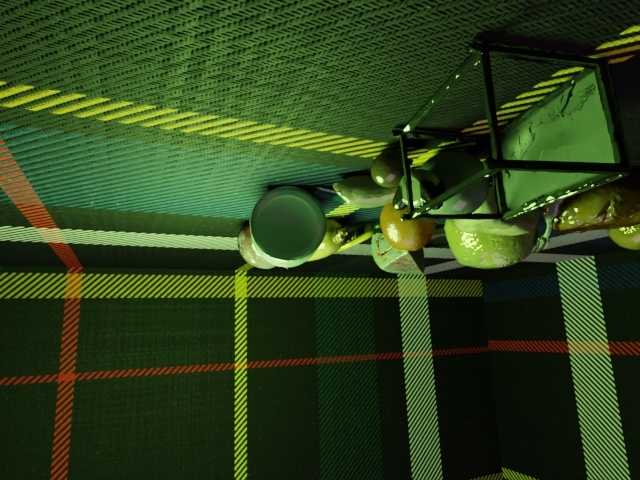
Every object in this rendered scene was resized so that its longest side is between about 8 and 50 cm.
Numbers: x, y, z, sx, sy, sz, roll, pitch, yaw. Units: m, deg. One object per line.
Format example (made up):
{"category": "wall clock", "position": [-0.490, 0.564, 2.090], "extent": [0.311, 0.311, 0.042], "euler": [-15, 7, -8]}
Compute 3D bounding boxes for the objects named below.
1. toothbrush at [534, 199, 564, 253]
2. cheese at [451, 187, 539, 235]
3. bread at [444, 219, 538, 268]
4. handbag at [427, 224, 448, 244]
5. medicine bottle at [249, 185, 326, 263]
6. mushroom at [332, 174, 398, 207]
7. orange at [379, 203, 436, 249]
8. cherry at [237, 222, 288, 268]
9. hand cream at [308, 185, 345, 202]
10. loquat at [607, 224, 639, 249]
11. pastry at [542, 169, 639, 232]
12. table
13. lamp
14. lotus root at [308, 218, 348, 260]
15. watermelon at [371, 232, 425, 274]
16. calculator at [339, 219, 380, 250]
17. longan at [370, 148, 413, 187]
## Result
{"category": "toothbrush", "position": [0.736, -0.100, 1.367], "extent": [0.042, 0.035, 0.413], "euler": [-30, 141, -16]}
{"category": "cheese", "position": [0.562, -0.102, 1.406], "extent": [0.247, 0.174, 0.251], "euler": [10, 165, -11]}
{"category": "bread", "position": [0.626, -0.035, 1.614], "extent": [0.320, 0.237, 0.320], "euler": [-10, -170, 2]}
{"category": "handbag", "position": [0.581, -0.017, 2.053], "extent": [0.223, 0.080, 0.247], "euler": [-7, 168, 20]}
{"category": "medicine bottle", "position": [-0.114, -0.030, 1.483], "extent": [0.245, 0.245, 0.290], "euler": [-1, 171, -6]}
{"category": "mushroom", "position": [0.166, -0.151, 1.300], "extent": [0.246, 0.108, 0.096], "euler": [-3, -151, 13]}
{"category": "orange", "position": [0.297, -0.065, 1.481], "extent": [0.206, 0.206, 0.206], "euler": [-2, 168, 0]}
{"category": "cherry", "position": [-0.244, 0.019, 1.823], "extent": [0.213, 0.184, 0.266], "euler": [5, 147, 25]}
{"category": "hand cream", "position": [0.068, -0.147, 1.447], "extent": [0.224, 0.048, 0.083], "euler": [8, 165, -18]}
{"category": "loquat", "position": [1.180, -0.069, 1.629], "extent": [0.213, 0.213, 0.213], "euler": [-2, 168, 0]}
{"category": "pastry", "position": [0.928, -0.114, 1.448], "extent": [0.355, 0.164, 0.356], "euler": [-5, 167, -1]}
{"category": "table", "position": [0.338, -0.182, 0.863], "extent": [0.272, 0.222, 0.335], "euler": [-1, 168, -14]}
{"category": "lamp", "position": [0.316, -0.137, 1.122], "extent": [0.243, 0.198, 0.197], "euler": [-16, 178, -33]}
{"category": "lotus root", "position": [0.000, 0.000, 1.804], "extent": [0.342, 0.169, 0.151], "euler": [-14, 119, 46]}
{"category": "watermelon", "position": [0.388, 0.037, 2.026], "extent": [0.261, 0.213, 0.201], "euler": [9, 140, -10]}
{"category": "calculator", "position": [0.158, -0.021, 1.851], "extent": [0.234, 0.032, 0.146], "euler": [-27, -165, 14]}
{"category": "longan", "position": [0.185, -0.188, 1.129], "extent": [0.113, 0.092, 0.113], "euler": [-7, 147, -4]}
